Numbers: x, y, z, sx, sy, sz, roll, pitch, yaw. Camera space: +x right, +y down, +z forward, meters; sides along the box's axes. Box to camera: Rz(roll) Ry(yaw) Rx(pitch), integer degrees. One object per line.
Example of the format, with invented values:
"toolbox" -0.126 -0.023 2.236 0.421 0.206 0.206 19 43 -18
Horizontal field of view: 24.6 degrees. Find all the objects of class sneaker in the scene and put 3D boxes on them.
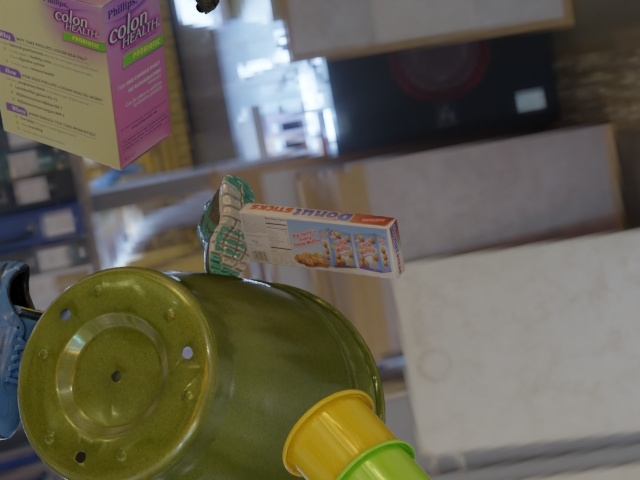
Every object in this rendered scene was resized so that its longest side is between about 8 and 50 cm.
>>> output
"sneaker" -0.130 -0.005 1.917 0.076 0.065 0.166 -36 33 39
"sneaker" -0.365 0.125 1.716 0.069 0.082 0.209 22 -122 -62

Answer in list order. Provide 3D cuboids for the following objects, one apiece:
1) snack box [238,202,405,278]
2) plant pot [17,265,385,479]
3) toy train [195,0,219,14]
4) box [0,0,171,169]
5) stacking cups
"snack box" 0.000 0.000 1.526 0.178 0.022 0.064 6 123 28
"plant pot" -0.154 0.186 1.673 0.353 0.366 0.366 35 -147 -64
"toy train" -0.172 -0.342 1.749 0.027 0.036 0.158 -21 111 44
"box" -0.325 -0.248 1.961 0.213 0.117 0.243 19 130 28
"stacking cups" 0.099 0.248 1.158 0.316 0.096 0.096 42 144 36
